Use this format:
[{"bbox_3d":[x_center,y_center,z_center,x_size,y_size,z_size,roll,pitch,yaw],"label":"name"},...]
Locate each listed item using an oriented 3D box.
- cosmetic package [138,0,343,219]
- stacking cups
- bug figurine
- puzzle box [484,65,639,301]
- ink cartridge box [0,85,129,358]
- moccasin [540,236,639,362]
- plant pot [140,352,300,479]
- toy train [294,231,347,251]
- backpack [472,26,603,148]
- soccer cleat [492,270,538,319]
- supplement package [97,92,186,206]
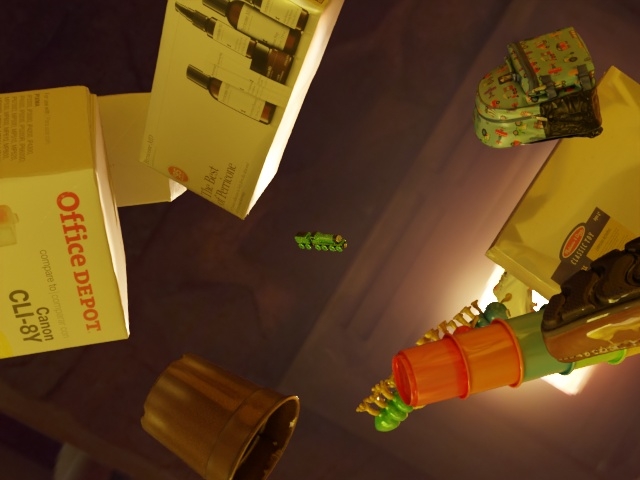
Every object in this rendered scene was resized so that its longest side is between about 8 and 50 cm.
[{"bbox_3d":[-0.060,-0.115,0.666,0.060,0.098,0.239,-58,-3,-34],"label":"cosmetic package"},{"bbox_3d":[0.238,0.117,1.079,0.096,0.316,0.096,167,90,-74],"label":"stacking cups"},{"bbox_3d":[0.162,0.162,1.296,0.216,0.072,0.279,-47,-12,20],"label":"bug figurine"},{"bbox_3d":[0.481,-0.059,1.591,0.409,0.272,0.052,-53,-1,-19],"label":"puzzle box"},{"bbox_3d":[-0.424,-0.002,1.092,0.160,0.384,0.279,-108,13,-45],"label":"ink cartridge box"},{"bbox_3d":[0.398,0.050,0.912,0.379,0.147,0.139,-20,18,13],"label":"moccasin"},{"bbox_3d":[-0.141,0.243,1.315,0.167,0.165,0.167,-50,-22,-29],"label":"plant pot"},{"bbox_3d":[0.000,0.000,1.273,0.083,0.024,0.017,3,41,43],"label":"toy train"},{"bbox_3d":[0.294,-0.208,1.368,0.173,0.117,0.158,-13,39,12],"label":"backpack"},{"bbox_3d":[0.327,0.071,1.646,0.068,0.076,0.196,-53,-37,-48],"label":"soccer cleat"},{"bbox_3d":[-0.301,-0.124,1.360,0.203,0.194,0.149,-105,8,-82],"label":"supplement package"}]
